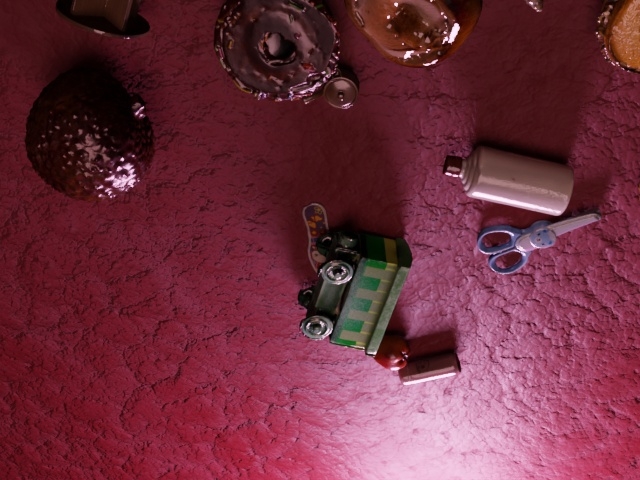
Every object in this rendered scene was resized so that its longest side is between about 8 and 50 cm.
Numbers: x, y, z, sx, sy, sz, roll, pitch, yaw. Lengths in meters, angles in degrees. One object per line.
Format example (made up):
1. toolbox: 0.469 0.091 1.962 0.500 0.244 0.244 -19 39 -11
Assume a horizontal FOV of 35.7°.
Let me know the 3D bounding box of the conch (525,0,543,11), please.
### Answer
1. conch: 0.307 -0.487 1.669 0.137 0.114 0.234 -45 76 23

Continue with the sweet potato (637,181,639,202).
1. sweet potato: 0.657 -0.141 1.907 0.068 0.060 0.205 -4 123 -33

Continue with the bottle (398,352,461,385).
1. bottle: 0.250 0.295 2.279 0.140 0.053 0.053 -15 123 17

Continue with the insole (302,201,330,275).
1. insole: 0.000 0.000 2.119 0.065 0.004 0.197 -3 126 9

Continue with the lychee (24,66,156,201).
1. lychee: -0.435 -0.194 1.872 0.261 0.260 0.260 3 127 4

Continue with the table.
1. table: -0.352 -0.487 1.717 0.167 0.167 0.226 18 118 -7

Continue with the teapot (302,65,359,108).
1. teapot: 0.016 -0.289 1.854 0.110 0.080 0.085 -11 125 14

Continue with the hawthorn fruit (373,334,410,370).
1. hawthorn fruit: 0.152 0.249 2.248 0.093 0.081 0.081 19 133 29

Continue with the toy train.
1. toy train: 0.068 0.106 2.117 0.202 0.120 0.300 11 127 -9

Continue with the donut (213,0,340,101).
1. donut: -0.073 -0.365 1.792 0.235 0.089 0.235 6 122 9

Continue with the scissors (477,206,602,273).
1. scissors: 0.454 -0.010 2.043 0.256 0.030 0.125 -22 123 23

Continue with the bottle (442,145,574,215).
1. bottle: 0.359 -0.121 1.926 0.245 0.104 0.104 13 127 -3

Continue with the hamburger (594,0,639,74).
1. hamburger: 0.566 -0.372 1.708 0.182 0.118 0.191 35 119 -14

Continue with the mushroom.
1. mushroom: 0.155 -0.409 1.685 0.253 0.153 0.253 23 148 15
